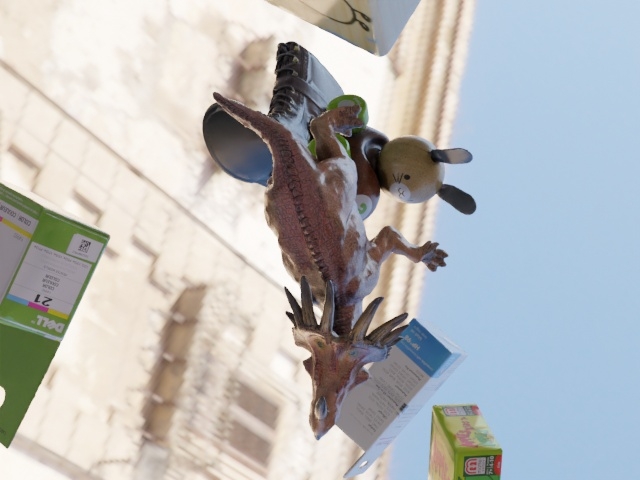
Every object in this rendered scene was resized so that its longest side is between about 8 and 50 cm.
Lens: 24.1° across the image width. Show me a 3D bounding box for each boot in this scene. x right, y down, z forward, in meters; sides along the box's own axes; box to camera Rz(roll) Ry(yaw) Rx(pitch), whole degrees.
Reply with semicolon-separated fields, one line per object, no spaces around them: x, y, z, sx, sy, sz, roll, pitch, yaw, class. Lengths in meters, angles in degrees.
-0.054;-0.172;1.976;0.091;0.263;0.229;-19;-130;30;boot

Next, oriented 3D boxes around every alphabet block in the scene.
0.035;-0.364;1.770;0.192;0.197;0.193;27;-101;15;alphabet block

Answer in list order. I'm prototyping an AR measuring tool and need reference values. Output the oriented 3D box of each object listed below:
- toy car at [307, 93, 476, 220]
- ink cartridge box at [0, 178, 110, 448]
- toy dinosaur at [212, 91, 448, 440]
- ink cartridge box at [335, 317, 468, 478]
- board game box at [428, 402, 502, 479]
0.094;-0.074;1.819;0.188;0.155;0.149;7;-134;18;toy car
-0.360;0.070;1.634;0.189;0.097;0.255;24;-91;48;ink cartridge box
0.000;0.000;1.283;0.127;0.295;0.200;-22;-165;23;toy dinosaur
0.073;0.171;1.630;0.060;0.104;0.180;42;-84;15;ink cartridge box
0.125;0.247;1.334;0.043;0.181;0.092;-2;-160;-8;board game box
